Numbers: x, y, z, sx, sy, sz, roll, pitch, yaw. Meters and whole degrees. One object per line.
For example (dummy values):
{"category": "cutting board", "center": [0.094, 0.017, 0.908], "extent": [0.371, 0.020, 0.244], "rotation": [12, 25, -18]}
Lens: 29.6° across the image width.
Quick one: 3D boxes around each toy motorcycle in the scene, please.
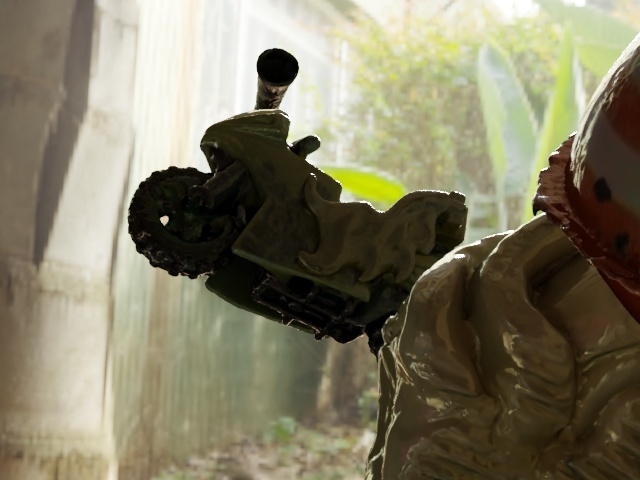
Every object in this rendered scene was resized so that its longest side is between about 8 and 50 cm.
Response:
{"category": "toy motorcycle", "center": [0.000, 0.000, 1.335], "extent": [0.410, 0.237, 0.169], "rotation": [27, -31, -10]}

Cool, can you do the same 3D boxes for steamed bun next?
{"category": "steamed bun", "center": [0.157, 0.113, 0.737], "extent": [0.268, 0.280, 0.207], "rotation": [2, 18, -5]}

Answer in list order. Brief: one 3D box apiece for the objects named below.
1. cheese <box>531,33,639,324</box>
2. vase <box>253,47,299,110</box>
{"category": "cheese", "center": [0.177, 0.006, 0.384], "extent": [0.217, 0.129, 0.329], "rotation": [1, 28, 10]}
{"category": "vase", "center": [-0.070, -0.192, 1.646], "extent": [0.059, 0.059, 0.167], "rotation": [3, -25, -9]}
